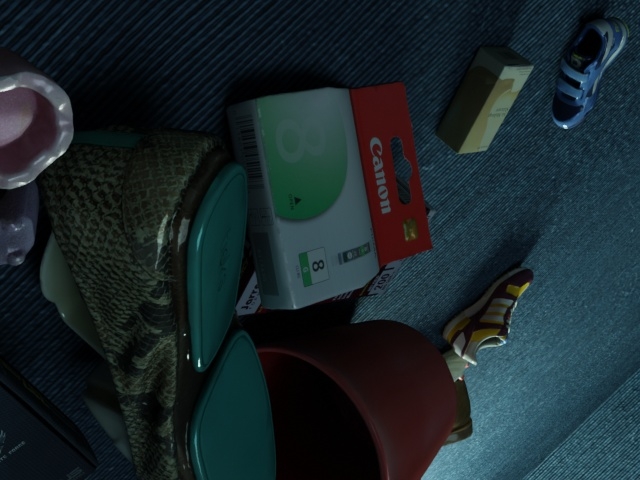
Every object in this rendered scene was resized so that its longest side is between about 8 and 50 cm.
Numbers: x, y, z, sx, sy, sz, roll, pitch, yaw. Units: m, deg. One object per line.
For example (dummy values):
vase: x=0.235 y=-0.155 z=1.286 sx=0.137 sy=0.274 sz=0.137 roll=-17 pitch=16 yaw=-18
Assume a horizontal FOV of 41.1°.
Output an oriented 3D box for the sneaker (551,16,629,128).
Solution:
sneaker: x=0.315 y=-0.204 z=1.037 sx=0.059 sy=0.053 sz=0.144 roll=-9 pitch=128 yaw=-46

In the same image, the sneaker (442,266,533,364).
sneaker: x=0.292 y=0.125 z=1.398 sx=0.185 sy=0.084 sz=0.069 roll=-41 pitch=150 yaw=-4

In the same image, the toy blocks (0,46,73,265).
toy blocks: x=-0.248 y=-0.020 z=0.383 sx=0.288 sy=0.260 sz=0.309 roll=-25 pitch=146 yaw=-29

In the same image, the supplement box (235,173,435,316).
supplement box: x=0.000 y=0.000 z=0.897 sx=0.239 sy=0.073 sz=0.130 roll=-5 pitch=133 yaw=-46

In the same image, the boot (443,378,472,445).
boot: x=0.137 y=0.312 z=1.471 sx=0.305 sy=0.112 sz=0.115 roll=-14 pitch=109 yaw=-34

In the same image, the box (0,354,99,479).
box: x=-0.313 y=0.189 z=0.648 sx=0.232 sy=0.059 sz=0.183 roll=-36 pitch=140 yaw=-12

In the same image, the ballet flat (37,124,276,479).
ballet flat: x=-0.141 y=0.094 z=0.751 sx=0.483 sy=0.182 sz=0.164 roll=88 pitch=21 yaw=-44

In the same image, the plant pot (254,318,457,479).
plant pot: x=0.029 y=0.221 z=1.058 sx=0.243 sy=0.275 sz=0.275 roll=-20 pitch=144 yaw=-52

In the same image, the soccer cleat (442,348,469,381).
soccer cleat: x=0.178 y=0.227 z=1.418 sx=0.196 sy=0.076 sz=0.068 roll=-39 pitch=-173 yaw=-36

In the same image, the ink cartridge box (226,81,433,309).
ink cartridge box: x=0.030 y=-0.051 z=0.786 sx=0.224 sy=0.056 sz=0.181 roll=-16 pitch=99 yaw=-37

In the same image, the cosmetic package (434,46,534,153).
cosmetic package: x=0.181 y=-0.155 z=0.946 sx=0.060 sy=0.041 sz=0.115 roll=-13 pitch=139 yaw=-42
